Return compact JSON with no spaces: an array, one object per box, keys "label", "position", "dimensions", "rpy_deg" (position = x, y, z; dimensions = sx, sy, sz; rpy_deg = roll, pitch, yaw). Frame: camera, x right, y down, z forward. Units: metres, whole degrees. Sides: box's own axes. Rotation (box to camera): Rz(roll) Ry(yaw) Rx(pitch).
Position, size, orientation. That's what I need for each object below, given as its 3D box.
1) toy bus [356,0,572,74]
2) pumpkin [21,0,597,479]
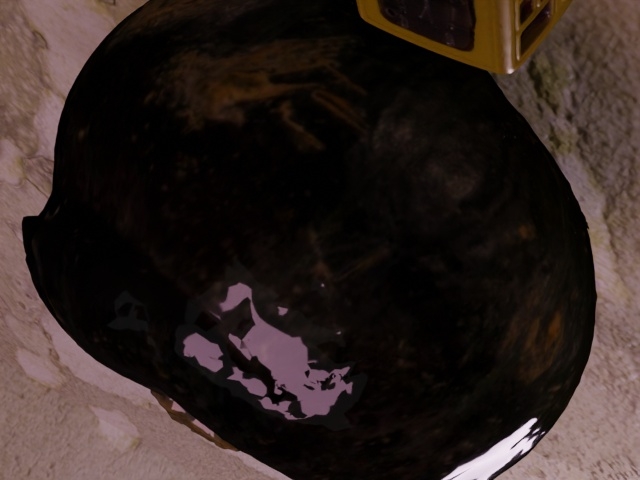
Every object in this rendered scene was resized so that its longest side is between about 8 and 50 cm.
[{"label":"toy bus","position":[0.080,-0.240,0.808],"dimensions":[0.145,0.151,0.331],"rpy_deg":[25,157,21]},{"label":"pumpkin","position":[0.000,0.000,1.155],"dimensions":[0.454,0.344,0.454],"rpy_deg":[34,173,5]}]
